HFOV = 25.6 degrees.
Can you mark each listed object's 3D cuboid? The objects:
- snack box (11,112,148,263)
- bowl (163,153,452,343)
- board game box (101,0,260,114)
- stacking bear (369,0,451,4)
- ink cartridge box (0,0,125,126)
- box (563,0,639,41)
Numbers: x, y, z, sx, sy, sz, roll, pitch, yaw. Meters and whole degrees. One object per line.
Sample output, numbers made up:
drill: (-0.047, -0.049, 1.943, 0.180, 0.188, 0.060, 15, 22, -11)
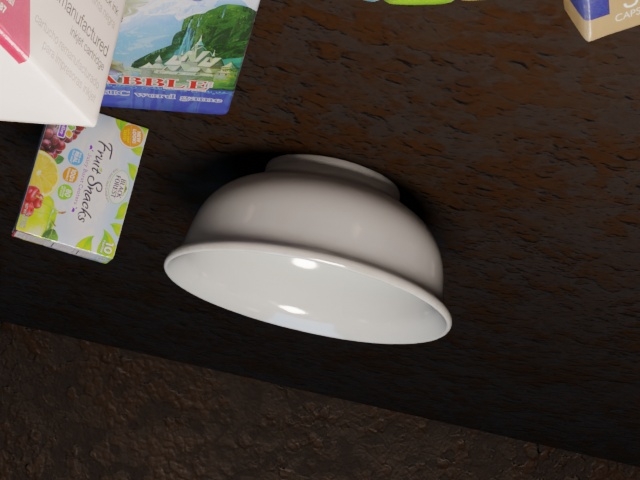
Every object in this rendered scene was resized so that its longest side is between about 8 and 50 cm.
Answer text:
snack box: (-0.238, -0.058, 1.399, 0.100, 0.141, 0.037, 18, 163, -17)
bowl: (0.000, 0.000, 1.428, 0.298, 0.134, 0.298, 12, 163, 4)
board game box: (-0.205, -0.179, 0.999, 0.319, 0.066, 0.318, 3, 165, -8)
stacking bear: (0.080, -0.192, 0.680, 0.289, 0.164, 0.175, 5, -172, -9)
ink cartridge box: (-0.159, -0.199, 0.692, 0.100, 0.237, 0.172, 5, 162, 17)
box: (0.157, -0.195, 0.573, 0.136, 0.036, 0.225, -18, 134, 0)
